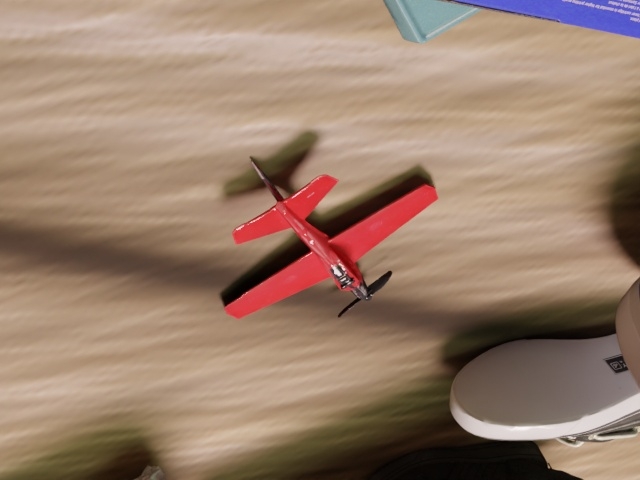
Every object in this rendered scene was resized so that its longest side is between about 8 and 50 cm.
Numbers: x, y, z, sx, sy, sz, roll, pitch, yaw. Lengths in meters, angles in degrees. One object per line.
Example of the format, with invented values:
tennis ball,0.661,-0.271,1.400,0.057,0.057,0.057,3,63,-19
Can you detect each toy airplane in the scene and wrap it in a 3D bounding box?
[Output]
toy airplane,0.000,0.000,1.053,0.151,0.028,0.151,-14,139,-12

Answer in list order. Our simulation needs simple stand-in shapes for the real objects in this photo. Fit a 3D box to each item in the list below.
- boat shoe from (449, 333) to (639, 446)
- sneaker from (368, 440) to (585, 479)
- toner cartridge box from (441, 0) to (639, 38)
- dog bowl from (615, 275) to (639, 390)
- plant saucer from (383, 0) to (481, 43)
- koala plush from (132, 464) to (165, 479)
boat shoe,0.187,0.110,1.228,0.219,0.078,0.070,-8,135,-22
sneaker,0.123,0.191,1.271,0.170,0.089,0.051,-8,136,-20
toner cartridge box,0.082,-0.197,0.834,0.348,0.075,0.165,7,128,-29
dog bowl,0.323,0.086,1.129,0.265,0.265,0.104,14,123,-37
plant saucer,0.119,-0.170,0.944,0.192,0.018,0.067,-31,140,4
koala plush,-0.135,0.267,1.159,0.203,0.196,0.221,7,130,-48
